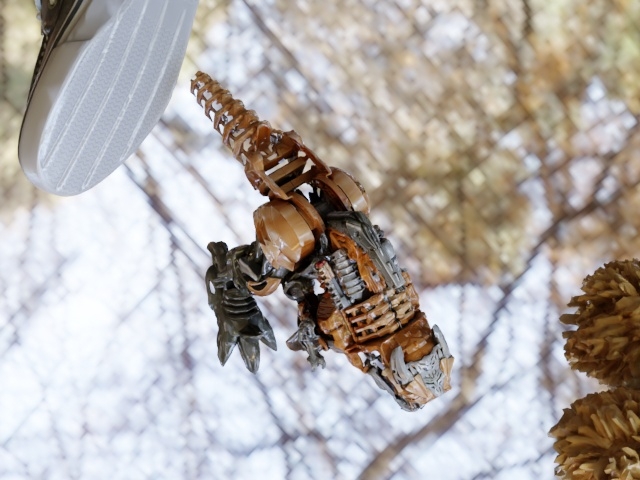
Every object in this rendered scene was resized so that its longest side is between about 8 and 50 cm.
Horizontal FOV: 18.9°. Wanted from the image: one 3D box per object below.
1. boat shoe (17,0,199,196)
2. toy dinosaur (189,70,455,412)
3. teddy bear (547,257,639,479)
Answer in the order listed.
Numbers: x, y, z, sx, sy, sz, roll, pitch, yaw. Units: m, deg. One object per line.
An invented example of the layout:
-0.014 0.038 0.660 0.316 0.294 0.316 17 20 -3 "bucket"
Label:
-0.179 -0.196 1.617 0.119 0.121 0.335 16 -103 36 "boat shoe"
0.000 0.000 1.595 0.218 0.164 0.322 128 -50 -66 "toy dinosaur"
0.265 0.056 0.841 0.338 0.113 0.245 8 -142 26 "teddy bear"
